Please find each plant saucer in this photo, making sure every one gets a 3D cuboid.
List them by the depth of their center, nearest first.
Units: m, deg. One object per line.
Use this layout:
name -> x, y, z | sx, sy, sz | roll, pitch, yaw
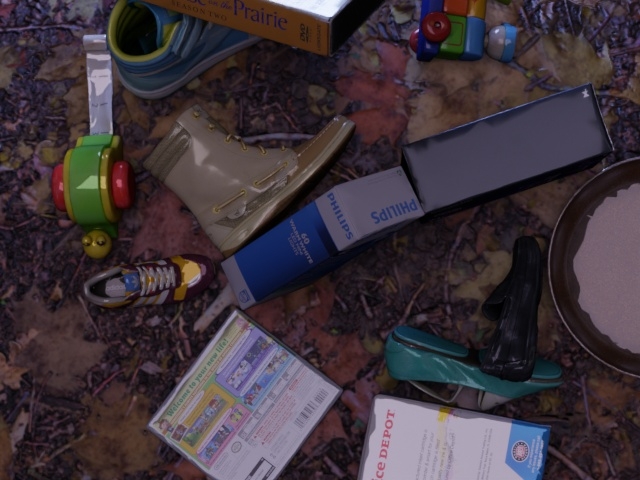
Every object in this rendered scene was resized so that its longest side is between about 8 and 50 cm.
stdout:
plant saucer -> 0.468, 0.038, 1.831 | 0.310, 0.050, 0.311 | 0, 84, 4

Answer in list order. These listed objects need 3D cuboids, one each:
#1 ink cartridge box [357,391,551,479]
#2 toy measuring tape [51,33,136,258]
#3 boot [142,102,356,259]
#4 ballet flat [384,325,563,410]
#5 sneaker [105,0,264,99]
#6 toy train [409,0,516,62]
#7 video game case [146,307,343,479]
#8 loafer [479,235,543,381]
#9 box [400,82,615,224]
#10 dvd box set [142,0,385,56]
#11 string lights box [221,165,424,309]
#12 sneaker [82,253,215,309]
ink cartridge box -> 0.170, 0.305, 1.762 | 0.232, 0.168, 0.171 | 11, 85, 5
toy measuring tape -> -0.321, -0.139, 1.866 | 0.121, 0.121, 0.330 | -3, 84, 3
boot -> -0.100, -0.129, 1.863 | 0.262, 0.095, 0.203 | -44, 82, 3
ballet flat -> 0.206, 0.186, 1.826 | 0.247, 0.083, 0.087 | 13, 109, 5
sneaker -> -0.158, -0.325, 1.826 | 0.319, 0.208, 0.127 | -40, 81, -1
toy train -> 0.212, -0.372, 1.868 | 0.143, 0.105, 0.248 | 7, 84, -7
video game case -> -0.106, 0.235, 1.860 | 0.193, 0.023, 0.212 | 37, 88, 6
loafer -> 0.258, 0.087, 1.794 | 0.078, 0.076, 0.223 | 8, 57, 5
box -> 0.246, -0.113, 1.792 | 0.261, 0.184, 0.103 | -19, 83, 2
dvd box set -> -0.105, -0.390, 1.767 | 0.420, 0.062, 0.307 | 19, 43, 19
string lights box -> 0.000, 0.000, 1.751 | 0.259, 0.133, 0.077 | -33, 80, 45
sneaker -> -0.240, 0.060, 1.854 | 0.185, 0.084, 0.069 | -15, 83, 2
